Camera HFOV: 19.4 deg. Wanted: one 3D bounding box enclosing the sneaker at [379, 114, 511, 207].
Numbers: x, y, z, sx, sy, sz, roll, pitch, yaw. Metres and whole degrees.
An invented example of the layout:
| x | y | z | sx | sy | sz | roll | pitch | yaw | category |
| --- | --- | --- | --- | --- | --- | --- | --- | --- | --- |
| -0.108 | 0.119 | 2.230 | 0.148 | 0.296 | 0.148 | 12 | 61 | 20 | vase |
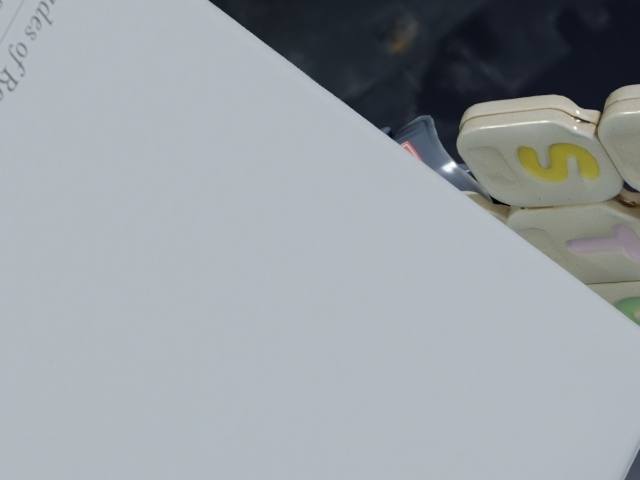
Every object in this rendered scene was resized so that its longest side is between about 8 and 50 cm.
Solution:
| x | y | z | sx | sy | sz | roll | pitch | yaw | category |
| --- | --- | --- | --- | --- | --- | --- | --- | --- | --- |
| 0.000 | 0.000 | 1.018 | 0.350 | 0.131 | 0.148 | -10 | -29 | -46 | sneaker |

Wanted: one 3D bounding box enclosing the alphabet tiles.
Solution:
| x | y | z | sx | sy | sz | roll | pitch | yaw | category |
| --- | --- | --- | --- | --- | --- | --- | --- | --- | --- |
| 0.178 | 0.029 | 0.868 | 0.284 | 0.278 | 0.021 | 52 | -133 | -39 | alphabet tiles |

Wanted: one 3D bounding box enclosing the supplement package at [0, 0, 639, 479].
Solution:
| x | y | z | sx | sy | sz | roll | pitch | yaw | category |
| --- | --- | --- | --- | --- | --- | --- | --- | --- | --- |
| -0.083 | 0.029 | 0.495 | 0.293 | 0.177 | 0.175 | 34 | -102 | -33 | supplement package |
